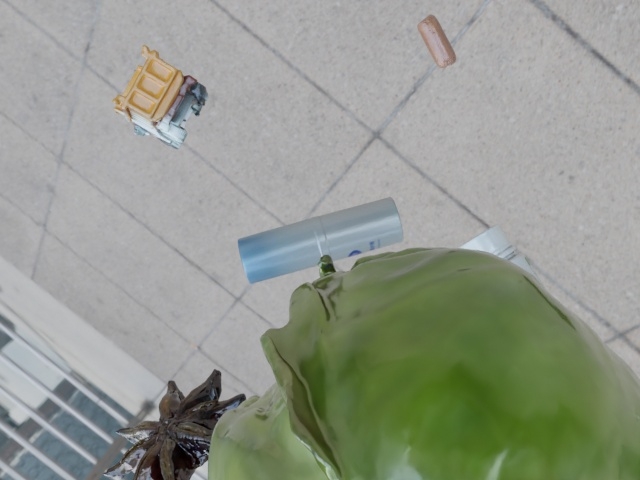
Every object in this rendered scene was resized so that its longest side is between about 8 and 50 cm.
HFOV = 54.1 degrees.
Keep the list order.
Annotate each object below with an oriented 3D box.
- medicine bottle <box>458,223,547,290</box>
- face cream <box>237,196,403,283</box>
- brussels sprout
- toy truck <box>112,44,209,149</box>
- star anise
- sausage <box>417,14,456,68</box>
[{"bbox_3d":[0.446,0.088,1.525,0.237,0.139,0.139,58,138,9],"label":"medicine bottle"},{"bbox_3d":[0.000,0.000,0.981,0.250,0.077,0.077,-15,126,-1],"label":"face cream"},{"bbox_3d":[0.100,0.231,0.486,0.342,0.361,0.425,-20,114,-6],"label":"brussels sprout"},{"bbox_3d":[-0.271,-0.229,1.048,0.135,0.114,0.270,30,176,-15],"label":"toy truck"},{"bbox_3d":[-0.221,0.325,1.001,0.272,0.272,0.102,-11,125,39],"label":"star anise"},{"bbox_3d":[0.180,-0.306,0.967,0.034,0.034,0.083,-24,99,44],"label":"sausage"}]
